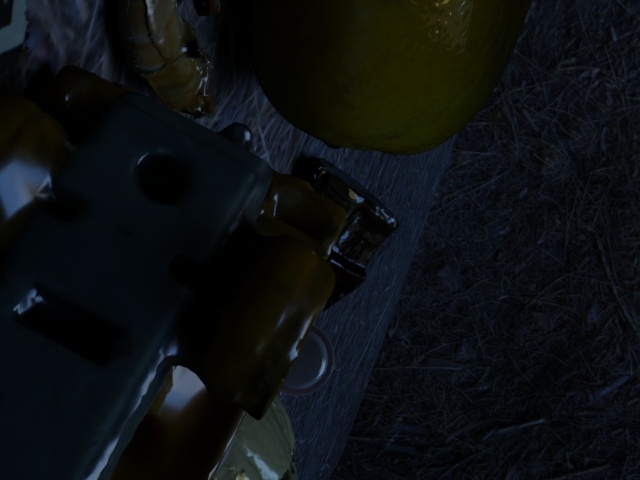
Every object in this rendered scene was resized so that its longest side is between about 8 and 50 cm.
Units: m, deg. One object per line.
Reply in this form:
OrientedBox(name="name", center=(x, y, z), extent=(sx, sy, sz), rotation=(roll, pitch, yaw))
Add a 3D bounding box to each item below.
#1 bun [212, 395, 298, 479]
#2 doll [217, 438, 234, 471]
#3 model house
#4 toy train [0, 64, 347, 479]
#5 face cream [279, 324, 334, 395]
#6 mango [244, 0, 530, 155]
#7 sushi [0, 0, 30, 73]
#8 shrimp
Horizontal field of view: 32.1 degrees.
OrientedBox(name="bun", center=(-0.101, 0.235, 0.997), extent=(0.259, 0.152, 0.259), rotation=(24, 90, -83))
OrientedBox(name="doll", center=(-0.104, 0.180, 0.674), extent=(0.160, 0.094, 0.365), rotation=(-47, -156, 5))
OrientedBox(name="model house", center=(-0.004, -0.003, 1.195), extent=(0.165, 0.106, 0.152), rotation=(30, 95, -45))
OrientedBox(name="toy train", center=(-0.133, 0.103, 0.489), extent=(0.369, 0.163, 0.231), rotation=(-63, -178, -27))
OrientedBox(name="face cream", center=(-0.029, 0.144, 1.366), extent=(0.095, 0.091, 0.091), rotation=(102, 11, -84))
OrientedBox(name="mango", center=(0.063, -0.206, 0.748), extent=(0.253, 0.182, 0.365), rotation=(-55, 169, -34))
OrientedBox(name="sushi", center=(-0.166, -0.058, 0.256), extent=(0.192, 0.043, 0.279), rotation=(103, 14, -46))
OrientedBox(name="shrimp", center=(-0.082, -0.126, 0.629), extent=(0.162, 0.045, 0.095), rotation=(76, 17, -67))
